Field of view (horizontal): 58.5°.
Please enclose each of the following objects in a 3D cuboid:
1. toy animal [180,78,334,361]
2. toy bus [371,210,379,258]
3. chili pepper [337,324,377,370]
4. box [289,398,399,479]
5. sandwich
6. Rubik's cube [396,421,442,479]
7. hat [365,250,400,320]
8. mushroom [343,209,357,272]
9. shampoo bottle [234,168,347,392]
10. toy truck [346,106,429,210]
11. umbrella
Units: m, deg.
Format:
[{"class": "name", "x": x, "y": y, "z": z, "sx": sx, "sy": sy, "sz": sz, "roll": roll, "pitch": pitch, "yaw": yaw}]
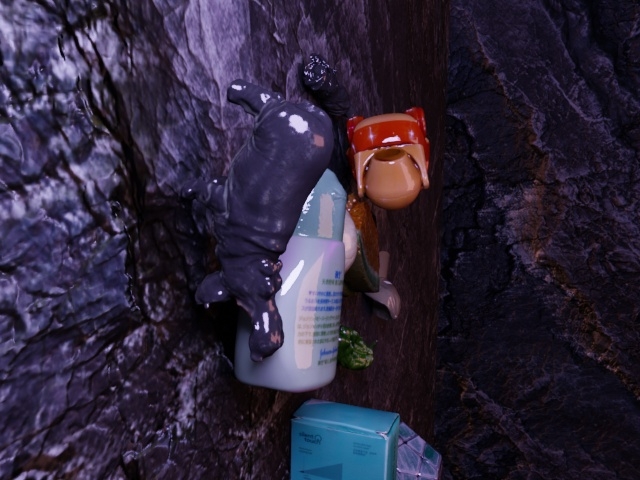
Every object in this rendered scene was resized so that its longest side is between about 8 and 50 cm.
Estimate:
[{"class": "toy animal", "x": -0.089, "y": -0.024, "z": 0.735, "sx": 0.106, "sy": 0.168, "sz": 0.343, "roll": -33, "pitch": 139, "yaw": -69}, {"class": "toy bus", "x": 0.105, "y": 0.006, "z": 1.428, "sx": 0.057, "sy": 0.072, "sz": 0.172, "roll": -54, "pitch": 142, "yaw": -59}, {"class": "chili pepper", "x": 0.075, "y": 0.262, "z": 1.389, "sx": 0.257, "sy": 0.074, "sz": 0.100, "roll": 52, "pitch": 45, "yaw": -61}, {"class": "box", "x": 0.049, "y": 0.496, "z": 1.170, "sx": 0.118, "sy": 0.205, "sz": 0.311, "roll": -26, "pitch": 118, "yaw": -70}, {"class": "sandwich", "x": 0.068, "y": 0.019, "z": 1.269, "sx": 0.212, "sy": 0.109, "sz": 0.292, "roll": -66, "pitch": 152, "yaw": -44}, {"class": "Rubik's cube", "x": 0.158, "y": 0.603, "z": 1.411, "sx": 0.264, "sy": 0.319, "sz": 0.319, "roll": -45, "pitch": 143, "yaw": -23}, {"class": "hat", "x": 0.201, "y": 0.131, "z": 1.668, "sx": 0.173, "sy": 0.144, "sz": 0.166, "roll": -55, "pitch": 154, "yaw": -15}, {"class": "mushroom", "x": 0.000, "y": 0.000, "z": 1.056, "sx": 0.154, "sy": 0.122, "sz": 0.154, "roll": 173, "pitch": -90, "yaw": -70}, {"class": "shampoo bottle", "x": -0.040, "y": 0.049, "z": 0.902, "sx": 0.222, "sy": 0.151, "sz": 0.350, "roll": 10, "pitch": 85, "yaw": -66}, {"class": "toy truck", "x": 0.156, "y": -0.155, "z": 1.278, "sx": 0.265, "sy": 0.189, "sz": 0.239, "roll": 65, "pitch": 20, "yaw": -66}, {"class": "umbrella", "x": 0.021, "y": -0.296, "z": 1.153, "sx": 0.066, "sy": 0.059, "sz": 0.235, "roll": -64, "pitch": 162, "yaw": 0}]
